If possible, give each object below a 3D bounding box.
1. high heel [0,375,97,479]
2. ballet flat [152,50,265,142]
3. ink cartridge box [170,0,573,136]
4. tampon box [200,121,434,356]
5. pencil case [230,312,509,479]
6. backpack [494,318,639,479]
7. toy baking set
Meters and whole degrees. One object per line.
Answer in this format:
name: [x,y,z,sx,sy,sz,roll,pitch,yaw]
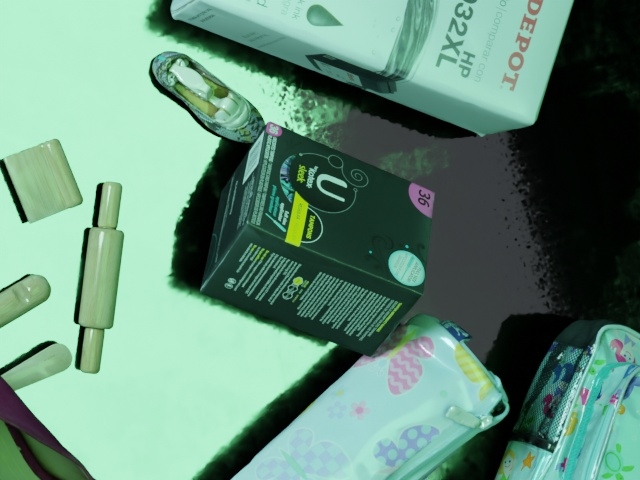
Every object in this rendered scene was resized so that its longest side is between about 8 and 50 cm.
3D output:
high heel: [-0.218,0.229,1.573,0.127,0.181,0.377,-44,109,-6]
ballet flat: [-0.093,-0.120,1.693,0.114,0.041,0.041,36,81,-13]
ink cartridge box: [0.059,-0.245,1.687,0.307,0.129,0.223,20,85,-15]
tampon box: [0.000,0.000,1.663,0.161,0.101,0.120,22,47,-14]
pencil case: [0.032,0.187,1.688,0.273,0.113,0.124,-40,61,-11]
backpack: [0.272,0.219,1.729,0.225,0.191,0.253,28,88,-15]
toy baking set: [-0.263,0.041,1.654,0.197,0.030,0.256,3,90,-13]
